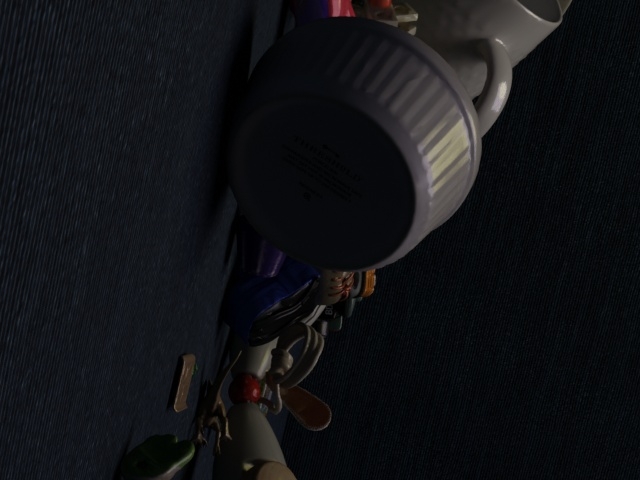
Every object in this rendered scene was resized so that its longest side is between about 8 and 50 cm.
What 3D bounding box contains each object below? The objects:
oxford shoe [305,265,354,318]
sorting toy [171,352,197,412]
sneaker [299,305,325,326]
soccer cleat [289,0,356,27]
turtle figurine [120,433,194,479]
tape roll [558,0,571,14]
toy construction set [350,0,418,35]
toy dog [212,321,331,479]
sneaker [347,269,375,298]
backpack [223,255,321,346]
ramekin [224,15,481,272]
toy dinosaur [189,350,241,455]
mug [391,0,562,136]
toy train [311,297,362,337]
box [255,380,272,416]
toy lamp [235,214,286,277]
[{"bbox_3d":[0.020,0.011,1.857,0.123,0.130,0.348,-26,173,-26],"label":"oxford shoe"},{"bbox_3d":[-0.151,0.156,1.528,0.083,0.012,0.062,10,89,-83],"label":"sorting toy"},{"bbox_3d":[-0.026,-0.014,2.078,0.127,0.126,0.321,28,85,-57],"label":"sneaker"},{"bbox_3d":[-0.004,-0.320,1.674,0.083,0.095,0.248,-41,132,-46],"label":"soccer cleat"},{"bbox_3d":[-0.095,0.316,1.333,0.198,0.274,0.266,-99,-172,-55],"label":"turtle figurine"},{"bbox_3d":[0.224,-0.464,2.175,0.072,0.391,0.392,-70,173,-57],"label":"tape roll"},{"bbox_3d":[0.016,-0.220,1.862,0.215,0.151,0.328,-72,-175,-55],"label":"toy construction set"},{"bbox_3d":[-0.068,0.283,1.907,0.220,0.161,0.334,-2,-119,49],"label":"toy dog"},{"bbox_3d":[0.031,0.000,1.991,0.084,0.083,0.215,40,-39,52],"label":"sneaker"},{"bbox_3d":[-0.074,0.078,1.820,0.120,0.101,0.098,-36,151,-29],"label":"backpack"},{"bbox_3d":[0.022,-0.088,1.450,0.127,0.272,0.273,-53,160,-49],"label":"ramekin"},{"bbox_3d":[-0.141,0.217,1.777,0.183,0.053,0.093,111,-20,-53],"label":"toy dinosaur"},{"bbox_3d":[0.159,-0.282,2.020,0.328,0.276,0.374,-41,-132,27],"label":"mug"},{"bbox_3d":[0.000,0.000,2.256,0.190,0.142,0.334,130,-35,-81],"label":"toy train"},{"bbox_3d":[-0.112,0.275,2.505,0.207,0.036,0.114,13,90,-87],"label":"box"},{"bbox_3d":[-0.051,-0.090,1.690,0.080,0.080,0.275,-61,165,-79],"label":"toy lamp"}]
